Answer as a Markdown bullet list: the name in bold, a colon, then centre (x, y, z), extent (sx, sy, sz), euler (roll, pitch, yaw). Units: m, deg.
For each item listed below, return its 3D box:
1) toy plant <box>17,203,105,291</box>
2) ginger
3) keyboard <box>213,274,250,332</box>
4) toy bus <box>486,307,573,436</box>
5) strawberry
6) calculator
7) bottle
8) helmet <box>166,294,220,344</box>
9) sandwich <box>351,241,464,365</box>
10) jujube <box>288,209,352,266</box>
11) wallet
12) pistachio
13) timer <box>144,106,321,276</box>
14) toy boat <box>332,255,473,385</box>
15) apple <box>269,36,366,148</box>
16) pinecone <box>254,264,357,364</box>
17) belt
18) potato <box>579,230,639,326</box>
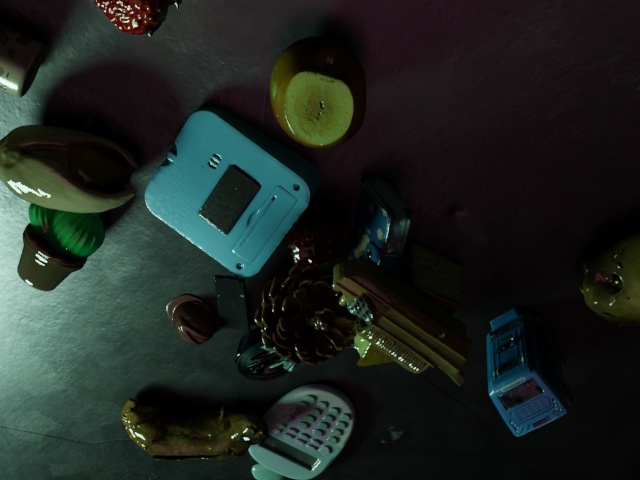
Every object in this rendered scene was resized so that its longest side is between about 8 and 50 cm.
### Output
- **toy plant**: centre (-0.463, -0.009, 1.527), extent (0.143, 0.105, 0.200), euler (34, 100, -3)
- **ginger**: centre (-0.257, 0.393, 1.762), extent (0.309, 0.107, 0.133), euler (5, 116, 2)
- **keyboard**: centre (-0.162, 0.118, 1.593), extent (0.060, 0.018, 0.195), euler (9, 147, 4)
- **toy bus**: centre (0.371, 0.234, 1.560), extent (0.113, 0.246, 0.134), euler (-33, 104, 21)
- **strawberry**: centre (-0.278, -0.384, 1.271), extent (0.131, 0.131, 0.148), euler (-36, 113, 22)
- **calculator**: centre (-0.046, 0.414, 1.803), extent (0.185, 0.041, 0.299), euler (29, 117, -14)
- **bottle**: centre (-0.545, -0.315, 1.339), extent (0.209, 0.097, 0.110), euler (25, 87, -13)
- **helmet**: centre (-0.248, 0.163, 1.645), extent (0.089, 0.057, 0.111), euler (-37, 114, 25)
- **sandwich**: centre (0.158, 0.137, 1.579), extent (0.128, 0.122, 0.236), euler (25, 122, -9)
- **jujube**: centre (0.001, -0.004, 1.474), extent (0.104, 0.166, 0.104), euler (1, 98, 8)
- **wallet**: centre (0.096, 0.006, 1.488), extent (0.059, 0.141, 0.202), euler (-5, 125, -25)
- **pistachio**: centre (-0.425, -0.117, 1.437), extent (0.237, 0.153, 0.138), euler (9, 82, -6)
- **timer**: centre (-0.154, -0.090, 1.491), extent (0.250, 0.091, 0.232), euler (35, 118, -5)
- **toy boat**: centre (0.136, 0.144, 1.449), extent (0.310, 0.089, 0.115), euler (33, 116, -21)
- **apple**: centre (-0.004, -0.231, 1.325), extent (0.146, 0.163, 0.147), euler (4, 137, -10)
- **pinecone**: centre (-0.018, 0.130, 1.527), extent (0.185, 0.169, 0.212), euler (29, 157, -8)
- **belt**: centre (-0.101, 0.221, 1.674), extent (0.140, 0.058, 0.105), euler (-27, 120, 17)
- **potato**: centre (0.604, 0.049, 1.492), extent (0.300, 0.140, 0.173), euler (-21, 123, 10)
